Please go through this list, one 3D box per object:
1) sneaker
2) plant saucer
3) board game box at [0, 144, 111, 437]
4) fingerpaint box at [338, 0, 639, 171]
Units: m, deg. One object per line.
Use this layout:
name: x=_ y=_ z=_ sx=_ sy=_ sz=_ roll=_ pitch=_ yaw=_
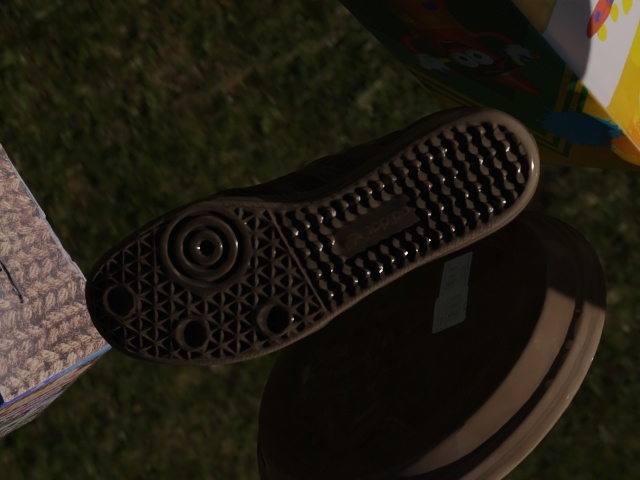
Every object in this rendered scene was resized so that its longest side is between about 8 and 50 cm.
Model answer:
sneaker: x=0.000 y=0.000 z=0.740 sx=0.188 sy=0.071 sz=0.066 roll=-19 pitch=93 yaw=7
plant saucer: x=0.062 y=0.078 z=1.222 sx=0.278 sy=0.278 sz=0.041 roll=-41 pitch=118 yaw=3
board game box: x=-0.363 y=0.077 z=1.871 sx=0.141 sy=0.232 sz=0.291 roll=-30 pitch=174 yaw=-33
fingerpaint box: x=0.181 y=-0.329 z=1.436 sx=0.371 sy=0.163 sz=0.445 roll=37 pitch=65 yaw=-51
